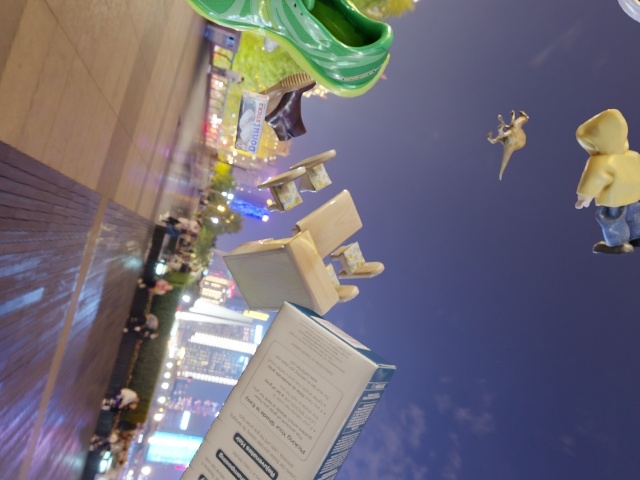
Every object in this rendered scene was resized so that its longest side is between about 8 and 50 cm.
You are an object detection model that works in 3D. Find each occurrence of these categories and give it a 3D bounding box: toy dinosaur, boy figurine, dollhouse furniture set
[{"bbox_3d":[0.463,-0.249,1.044,0.183,0.092,0.053,-67,-165,-3],"label":"toy dinosaur"},{"bbox_3d":[0.584,-0.115,0.860,0.092,0.177,0.286,-172,-116,-75],"label":"boy figurine"},{"bbox_3d":[0.000,0.000,1.060,0.256,0.363,0.394,-7,-158,46],"label":"dollhouse furniture set"}]

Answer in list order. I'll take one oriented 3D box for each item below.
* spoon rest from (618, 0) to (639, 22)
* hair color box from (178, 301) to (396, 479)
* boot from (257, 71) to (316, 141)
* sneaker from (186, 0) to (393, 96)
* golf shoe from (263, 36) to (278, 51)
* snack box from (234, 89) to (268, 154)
[{"bbox_3d":[0.706,-0.444,0.820,0.084,0.276,0.137,-59,166,11],"label":"spoon rest"},{"bbox_3d":[-0.056,0.286,0.619,0.173,0.105,0.348,30,-93,31],"label":"hair color box"},{"bbox_3d":[-0.093,-0.480,1.540,0.248,0.207,0.090,-16,-132,19],"label":"boot"},{"bbox_3d":[-0.040,-0.289,0.493,0.123,0.295,0.110,-32,-146,64],"label":"sneaker"},{"bbox_3d":[-0.084,-0.472,0.883,0.086,0.069,0.176,-37,-148,60],"label":"golf shoe"},{"bbox_3d":[-0.177,-0.294,1.075,0.178,0.064,0.022,115,-17,-52],"label":"snack box"}]
